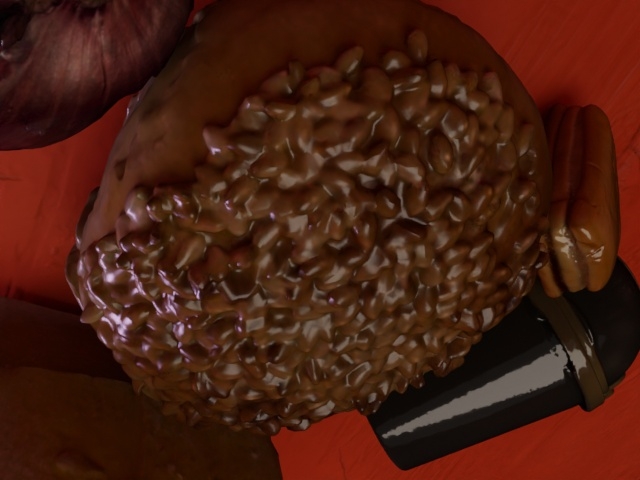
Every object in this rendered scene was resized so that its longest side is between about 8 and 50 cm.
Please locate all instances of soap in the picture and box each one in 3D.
[{"bbox_3d":[-0.191,0.191,0.596,0.281,0.259,0.143,18,123,-35],"label":"soap"}]

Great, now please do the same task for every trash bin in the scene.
[{"bbox_3d":[0.208,0.116,0.738,0.333,0.214,0.214,-25,134,7],"label":"trash bin"}]

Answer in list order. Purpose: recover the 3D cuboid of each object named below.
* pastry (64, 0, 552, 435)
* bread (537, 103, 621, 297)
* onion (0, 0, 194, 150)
[{"bbox_3d":[0.000,0.000,0.524,0.409,0.245,0.410,-10,131,-12],"label":"pastry"},{"bbox_3d":[0.253,-0.044,0.631,0.077,0.200,0.116,-6,134,32],"label":"bread"},{"bbox_3d":[-0.188,-0.173,0.335,0.252,0.219,0.252,-49,155,-33],"label":"onion"}]
